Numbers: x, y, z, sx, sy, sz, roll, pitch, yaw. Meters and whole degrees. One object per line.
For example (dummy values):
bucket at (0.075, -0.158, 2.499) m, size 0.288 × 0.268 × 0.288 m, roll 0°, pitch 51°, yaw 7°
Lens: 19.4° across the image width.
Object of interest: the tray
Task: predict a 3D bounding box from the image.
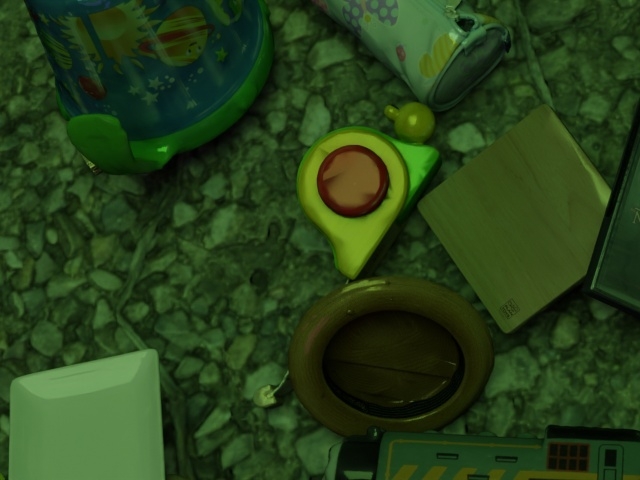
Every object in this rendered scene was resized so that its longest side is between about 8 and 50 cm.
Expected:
tray at (-0.207, 0.219, 1.674) m, size 0.145 × 0.030 × 0.270 m, roll -11°, pitch 46°, yaw 4°

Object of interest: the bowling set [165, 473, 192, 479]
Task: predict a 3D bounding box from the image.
bowling set at (-0.112, 0.276, 1.702) m, size 0.287 × 0.154 × 0.200 m, roll 42°, pitch 83°, yaw 21°

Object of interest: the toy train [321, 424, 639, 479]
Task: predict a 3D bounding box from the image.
toy train at (0.151, 0.258, 1.674) m, size 0.334 × 0.142 × 0.190 m, roll 1°, pitch 58°, yaw 14°

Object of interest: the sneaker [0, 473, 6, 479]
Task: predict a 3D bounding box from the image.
sneaker at (-0.298, 0.277, 1.800) m, size 0.053 × 0.059 × 0.144 m, roll -35°, pitch 81°, yaw -36°

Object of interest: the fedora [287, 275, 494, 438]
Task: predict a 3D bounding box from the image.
fedora at (0.063, 0.099, 1.754) m, size 0.194 × 0.194 × 0.079 m, roll -20°, pitch 29°, yaw 4°

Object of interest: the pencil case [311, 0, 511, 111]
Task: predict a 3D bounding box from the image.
pencil case at (0.061, -0.249, 1.877) m, size 0.113 × 0.124 × 0.273 m, roll -44°, pitch 67°, yaw -6°

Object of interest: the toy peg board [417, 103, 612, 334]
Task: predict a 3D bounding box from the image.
toy peg board at (0.208, -0.015, 1.797) m, size 0.160 × 0.079 × 0.161 m, roll -39°, pitch 67°, yaw 13°

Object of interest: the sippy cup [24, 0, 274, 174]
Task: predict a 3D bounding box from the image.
sippy cup at (-0.187, -0.234, 1.845) m, size 0.240 × 0.224 × 0.305 m, roll -32°, pitch 55°, yaw -2°

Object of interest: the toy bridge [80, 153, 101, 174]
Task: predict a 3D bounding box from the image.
toy bridge at (-0.157, -0.123, 1.927) m, size 0.188 × 0.026 × 0.063 m, roll -33°, pitch 68°, yaw -1°

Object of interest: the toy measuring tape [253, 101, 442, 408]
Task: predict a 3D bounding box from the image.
toy measuring tape at (0.000, 0.000, 1.811) m, size 0.121 × 0.121 × 0.330 m, roll 33°, pitch 89°, yaw 20°

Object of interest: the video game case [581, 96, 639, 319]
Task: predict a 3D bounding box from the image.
video game case at (0.364, -0.041, 1.737) m, size 0.196 × 0.026 × 0.274 m, roll 24°, pitch 73°, yaw -17°
